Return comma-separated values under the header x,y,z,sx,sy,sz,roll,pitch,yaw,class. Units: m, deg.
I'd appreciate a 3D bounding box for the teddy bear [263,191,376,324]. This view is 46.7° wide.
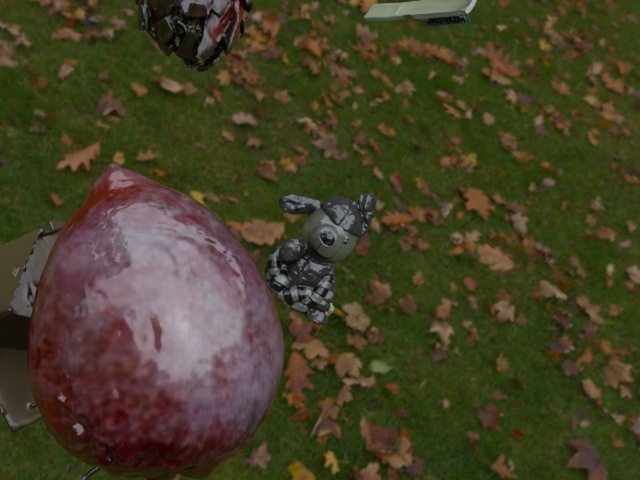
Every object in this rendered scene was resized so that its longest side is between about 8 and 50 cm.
x,y,z,sx,sy,sz,roll,pitch,yaw,class
-0.017,0.006,1.331,0.171,0.250,0.144,24,15,4,teddy bear

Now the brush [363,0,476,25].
x,y,z,sx,sy,sz,roll,pitch,yaw,class
0.061,-0.142,0.464,0.084,0.013,0.016,13,64,44,brush

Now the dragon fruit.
x,y,z,sx,sy,sz,roll,pitch,yaw,class
-0.189,-0.351,1.103,0.182,0.182,0.188,36,50,7,dragon fruit

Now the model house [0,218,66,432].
x,y,z,sx,sy,sz,roll,pitch,yaw,class
-0.327,0.104,0.694,0.176,0.181,0.248,67,25,-5,model house

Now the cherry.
x,y,z,sx,sy,sz,roll,pitch,yaw,class
-0.129,0.062,0.570,0.192,0.175,0.249,-13,90,-10,cherry
